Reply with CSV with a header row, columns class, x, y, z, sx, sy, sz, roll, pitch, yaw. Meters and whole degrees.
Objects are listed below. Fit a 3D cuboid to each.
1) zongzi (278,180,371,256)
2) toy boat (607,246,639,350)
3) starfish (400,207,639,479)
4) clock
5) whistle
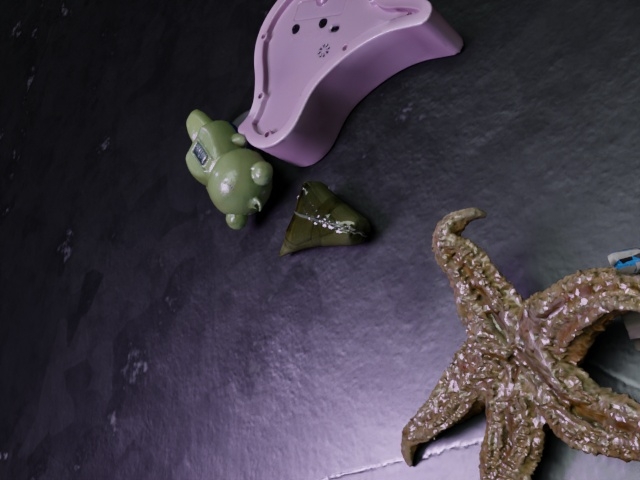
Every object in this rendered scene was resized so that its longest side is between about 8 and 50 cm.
class,x,y,z,sx,sy,sz,roll,pitch,yaw
zongzi,0.000,0.000,0.811,0.104,0.052,0.113,43,116,37
toy boat,0.318,0.030,0.498,0.210,0.066,0.084,-17,89,32
starfish,0.175,0.127,0.573,0.299,0.060,0.302,46,124,36
clock,0.035,-0.231,0.850,0.290,0.080,0.275,6,77,44
whistle,-0.133,-0.109,0.943,0.227,0.085,0.105,52,120,38
